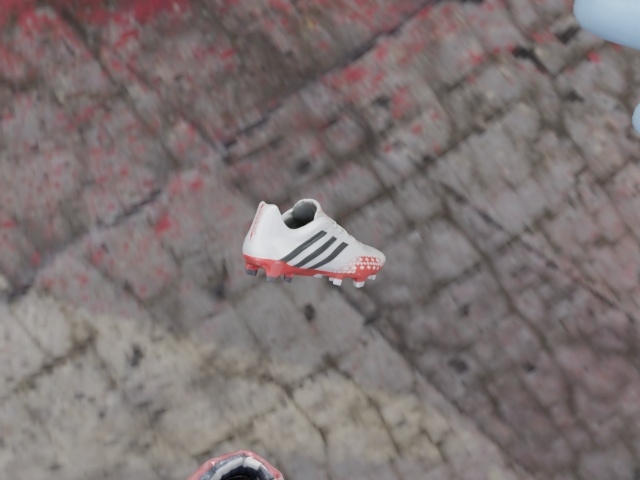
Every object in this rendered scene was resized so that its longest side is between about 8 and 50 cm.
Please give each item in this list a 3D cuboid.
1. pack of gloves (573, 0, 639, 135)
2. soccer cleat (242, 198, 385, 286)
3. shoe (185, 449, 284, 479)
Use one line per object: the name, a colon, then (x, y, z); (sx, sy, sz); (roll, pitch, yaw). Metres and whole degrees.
pack of gloves: (0.145, -0.107, 0.335); (0.046, 0.232, 0.195); (1, 94, -44)
soccer cleat: (0.000, 0.000, 0.816); (0.083, 0.029, 0.036); (2, 102, -46)
shoe: (-0.061, 0.163, 0.715); (0.063, 0.178, 0.081); (21, 141, 9)
